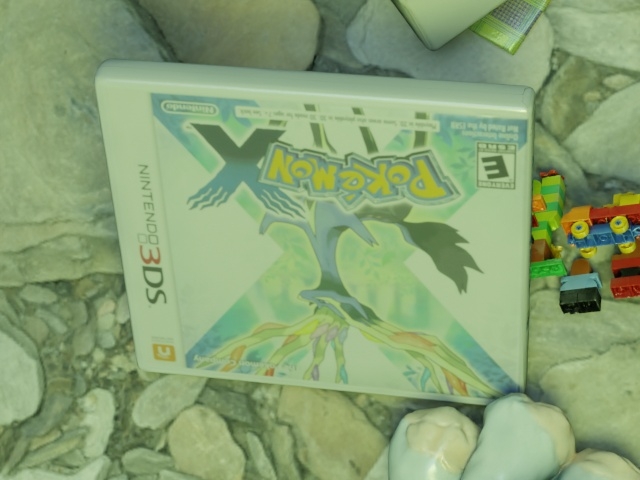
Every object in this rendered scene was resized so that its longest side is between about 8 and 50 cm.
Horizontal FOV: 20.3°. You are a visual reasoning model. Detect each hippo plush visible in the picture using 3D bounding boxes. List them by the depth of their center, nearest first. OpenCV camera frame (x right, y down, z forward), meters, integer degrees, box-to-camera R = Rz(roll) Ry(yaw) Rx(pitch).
[{"bbox_3d":[0.113,0.241,1.332,0.294,0.236,0.234,-19,86,6],"label":"hippo plush"}]

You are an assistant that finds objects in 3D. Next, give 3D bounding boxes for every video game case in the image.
[{"bbox_3d":[0.000,0.000,1.394,0.329,0.300,0.036,5,39,10],"label":"video game case"}]

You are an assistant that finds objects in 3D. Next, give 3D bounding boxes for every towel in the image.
[{"bbox_3d":[0.162,-0.205,1.507,0.060,0.009,0.083,32,90,11],"label":"towel"}]

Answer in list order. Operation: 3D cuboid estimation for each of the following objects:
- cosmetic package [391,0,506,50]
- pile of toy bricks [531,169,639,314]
[{"bbox_3d":[0.201,-0.380,1.395,0.453,0.230,0.161,-35,58,3],"label":"cosmetic package"},{"bbox_3d":[0.173,-0.014,1.446,0.212,0.118,0.105,-6,49,22],"label":"pile of toy bricks"}]
